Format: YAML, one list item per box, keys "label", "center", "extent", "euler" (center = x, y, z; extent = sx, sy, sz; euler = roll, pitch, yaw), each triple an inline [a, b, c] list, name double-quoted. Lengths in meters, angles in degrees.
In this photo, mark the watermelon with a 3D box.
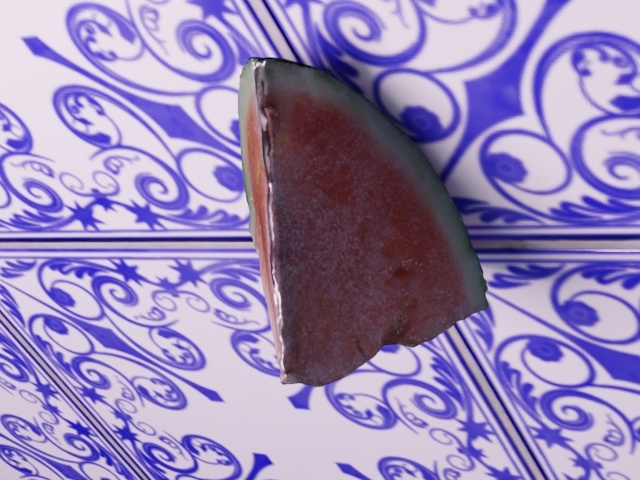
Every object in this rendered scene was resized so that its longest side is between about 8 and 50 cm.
- label: "watermelon"
  center: [0.015, -0.016, 0.812]
  extent: [0.136, 0.202, 0.207]
  euler: [-21, 137, 1]
